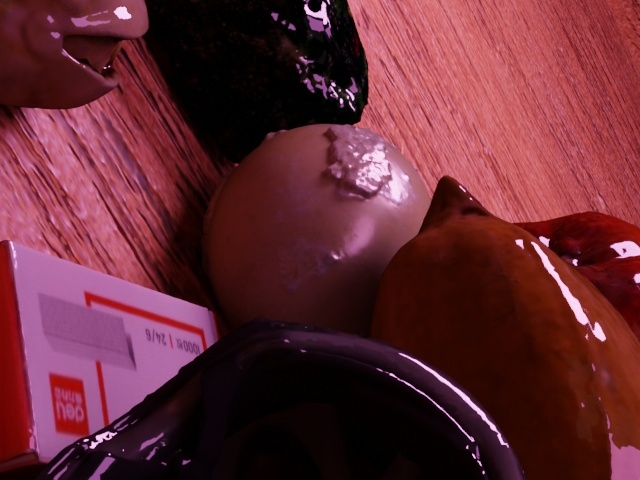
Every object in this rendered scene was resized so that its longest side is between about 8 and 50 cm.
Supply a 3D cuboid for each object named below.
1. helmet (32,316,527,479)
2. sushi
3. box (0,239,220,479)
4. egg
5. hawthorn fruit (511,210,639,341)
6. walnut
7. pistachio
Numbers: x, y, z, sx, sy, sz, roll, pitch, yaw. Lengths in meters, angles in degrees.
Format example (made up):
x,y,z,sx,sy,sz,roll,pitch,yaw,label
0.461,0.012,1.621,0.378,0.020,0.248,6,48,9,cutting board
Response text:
x,y,z,sx,sy,sz,roll,pitch,yaw,label
-0.037,0.194,0.822,0.225,0.305,0.177,45,-20,16,helmet
-0.051,-0.169,1.186,0.225,0.127,0.124,62,23,-20,sushi
-0.120,0.081,0.919,0.229,0.050,0.123,26,50,-61,box
-0.002,0.003,1.121,0.164,0.164,0.201,64,21,-19,egg
0.222,0.117,1.443,0.311,0.295,0.295,39,39,-56,hawthorn fruit
0.118,0.113,0.999,0.209,0.209,0.336,27,48,-61,walnut
-0.157,-0.126,0.938,0.149,0.113,0.113,-24,96,-84,pistachio
